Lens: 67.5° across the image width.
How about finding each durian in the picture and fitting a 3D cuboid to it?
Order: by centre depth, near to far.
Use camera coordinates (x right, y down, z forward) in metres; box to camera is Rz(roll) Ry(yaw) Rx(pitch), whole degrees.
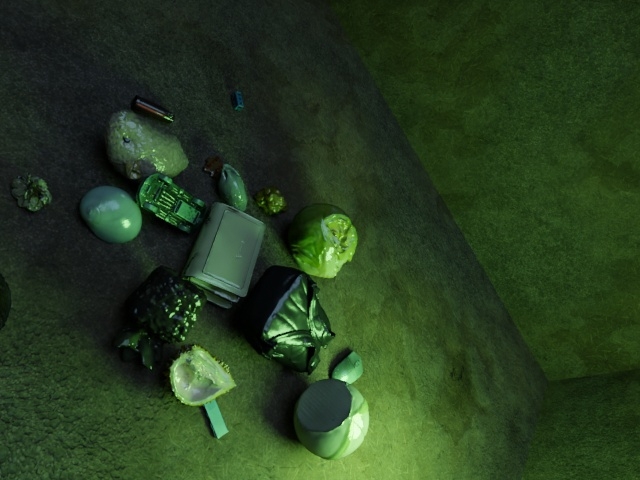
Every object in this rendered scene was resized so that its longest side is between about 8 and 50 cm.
[{"bbox_3d":[-0.427,0.449,1.613,0.183,0.138,0.249,-53,126,-11],"label":"durian"}]

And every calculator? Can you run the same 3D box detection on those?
[{"bbox_3d":[-0.377,0.602,1.676,0.057,0.018,0.172,-22,87,-47],"label":"calculator"}]

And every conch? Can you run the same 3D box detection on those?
[{"bbox_3d":[-0.705,-0.085,1.634,0.221,0.120,0.185,28,82,-39],"label":"conch"}]

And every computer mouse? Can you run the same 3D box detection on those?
[{"bbox_3d":[0.134,0.580,2.165,0.229,0.068,0.113,-26,91,-48],"label":"computer mouse"}]

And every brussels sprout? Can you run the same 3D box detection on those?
[{"bbox_3d":[0.000,0.000,2.149,0.268,0.344,0.344,-15,82,-61],"label":"brussels sprout"}]

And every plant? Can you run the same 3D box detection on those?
[{"bbox_3d":[-0.886,-0.153,1.472,0.117,0.121,0.104,53,54,-22],"label":"plant"},{"bbox_3d":[-0.534,0.254,1.565,0.215,0.213,0.312,36,87,-25],"label":"plant"}]

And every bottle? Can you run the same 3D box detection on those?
[{"bbox_3d":[-0.664,-0.520,1.915,0.164,0.060,0.060,20,57,-38],"label":"bottle"}]

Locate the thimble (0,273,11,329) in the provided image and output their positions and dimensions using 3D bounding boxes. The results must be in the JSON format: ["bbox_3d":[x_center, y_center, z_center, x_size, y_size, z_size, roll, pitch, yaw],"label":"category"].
[{"bbox_3d":[-0.953,0.171,1.214,0.270,0.150,0.271,22,56,-37],"label":"thimble"}]

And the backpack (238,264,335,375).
[{"bbox_3d":[-0.101,0.330,1.892,0.364,0.254,0.446,-59,139,-23],"label":"backpack"}]

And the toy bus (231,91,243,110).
[{"bbox_3d":[-0.392,-0.661,2.268,0.038,0.046,0.083,1,71,-45],"label":"toy bus"}]

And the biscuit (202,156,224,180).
[{"bbox_3d":[-0.443,-0.303,2.060,0.130,0.019,0.119,50,44,-16],"label":"biscuit"}]

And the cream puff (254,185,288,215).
[{"bbox_3d":[-0.221,-0.171,2.153,0.116,0.146,0.146,-33,96,-9],"label":"cream puff"}]

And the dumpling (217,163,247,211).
[{"bbox_3d":[-0.377,-0.218,2.037,0.107,0.152,0.219,-14,102,-6],"label":"dumpling"}]

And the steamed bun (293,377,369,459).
[{"bbox_3d":[0.052,0.711,1.873,0.309,0.309,0.310,22,56,-37],"label":"steamed bun"}]

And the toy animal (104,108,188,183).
[{"bbox_3d":[-0.635,-0.315,1.747,0.358,0.188,0.227,23,85,-51],"label":"toy animal"}]

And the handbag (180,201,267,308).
[{"bbox_3d":[-0.377,0.052,1.850,0.236,0.160,0.359,31,50,-24],"label":"handbag"}]

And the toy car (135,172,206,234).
[{"bbox_3d":[-0.556,-0.137,1.755,0.306,0.125,0.136,38,73,-52],"label":"toy car"}]
